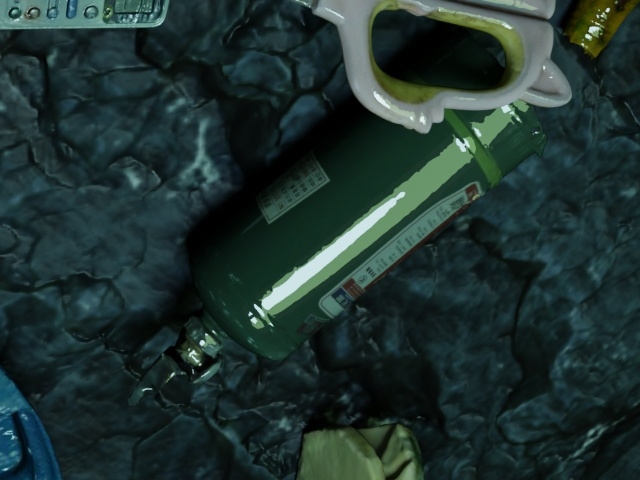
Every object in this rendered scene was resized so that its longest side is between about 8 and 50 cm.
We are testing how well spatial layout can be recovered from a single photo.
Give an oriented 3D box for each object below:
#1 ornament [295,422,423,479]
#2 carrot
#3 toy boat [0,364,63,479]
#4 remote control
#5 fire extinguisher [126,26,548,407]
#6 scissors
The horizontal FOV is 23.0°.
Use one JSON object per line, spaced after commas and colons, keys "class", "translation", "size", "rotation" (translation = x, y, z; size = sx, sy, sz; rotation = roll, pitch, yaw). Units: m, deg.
{"class": "ornament", "translation": [0.017, 0.234, 1.099], "size": [0.059, 0.201, 0.180], "rotation": [2, 165, -32]}
{"class": "carrot", "translation": [0.201, -0.190, 0.969], "size": [0.042, 0.042, 0.171], "rotation": [15, 116, -36]}
{"class": "toy boat", "translation": [-0.208, 0.156, 0.966], "size": [0.096, 0.062, 0.299], "rotation": [-17, 129, -18]}
{"class": "remote control", "translation": [-0.137, -0.136, 0.828], "size": [0.124, 0.018, 0.053], "rotation": [-4, 124, -27]}
{"class": "fire extinguisher", "translation": [0.000, 0.000, 0.954], "size": [0.294, 0.118, 0.093], "rotation": [-40, 97, 1]}
{"class": "scissors", "translation": [0.000, -0.148, 0.857], "size": [0.317, 0.024, 0.160], "rotation": [10, 79, -20]}
